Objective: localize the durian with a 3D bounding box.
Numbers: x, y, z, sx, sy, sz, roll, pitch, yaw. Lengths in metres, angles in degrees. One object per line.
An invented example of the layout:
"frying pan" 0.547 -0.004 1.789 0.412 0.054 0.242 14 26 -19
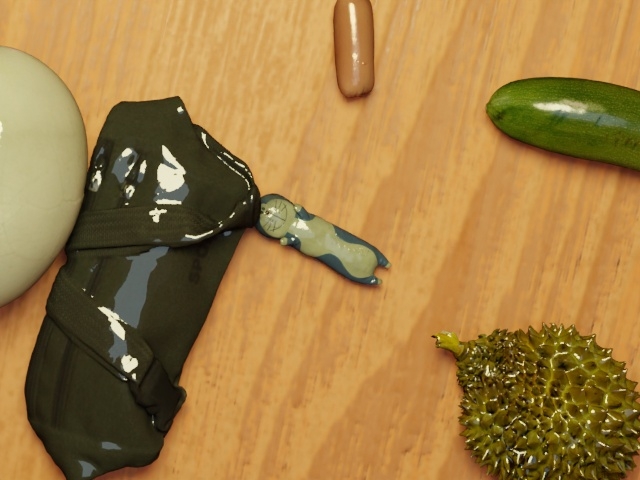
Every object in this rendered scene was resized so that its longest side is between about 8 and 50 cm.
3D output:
"durian" 0.179 0.134 1.098 0.208 0.102 0.146 39 98 -4

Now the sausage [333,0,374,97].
"sausage" 0.027 -0.157 1.086 0.034 0.034 0.083 -2 96 -4

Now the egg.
"egg" -0.255 -0.044 1.018 0.151 0.151 0.209 11 106 -6

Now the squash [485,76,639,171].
"squash" 0.263 -0.087 1.095 0.258 0.069 0.069 14 95 -6

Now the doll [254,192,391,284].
"doll" 0.000 0.000 1.103 0.125 0.027 0.037 27 86 -7

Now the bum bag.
"bum bag" -0.144 0.046 1.071 0.142 0.079 0.326 18 95 1
